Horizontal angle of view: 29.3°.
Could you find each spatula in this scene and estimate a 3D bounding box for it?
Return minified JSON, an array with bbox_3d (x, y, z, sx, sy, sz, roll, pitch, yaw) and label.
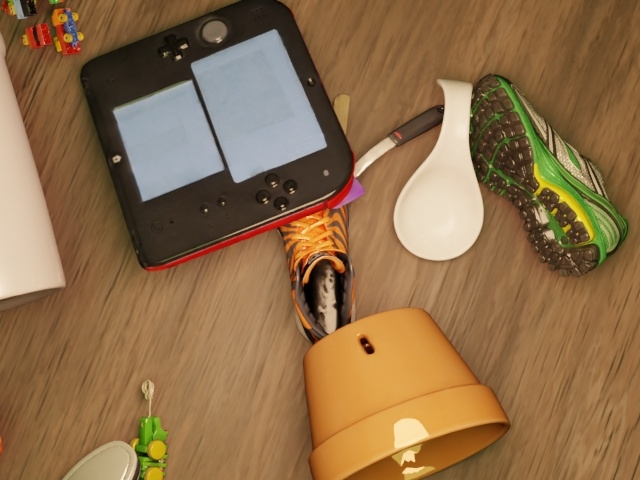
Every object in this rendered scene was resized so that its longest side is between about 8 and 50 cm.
[{"bbox_3d":[0.091,-0.134,1.861,0.296,0.030,0.084,-34,69,-25],"label":"spatula"}]

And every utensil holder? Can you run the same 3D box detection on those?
[{"bbox_3d":[-0.560,-0.074,1.726,0.327,0.327,0.386,-16,87,-4],"label":"utensil holder"}]

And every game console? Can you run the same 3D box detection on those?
[{"bbox_3d":[-0.155,-0.170,1.817,0.342,0.060,0.387,-19,62,-5],"label":"game console"}]

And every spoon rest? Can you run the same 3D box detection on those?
[{"bbox_3d":[0.187,-0.104,1.857,0.137,0.084,0.276,6,99,-3],"label":"spoon rest"}]

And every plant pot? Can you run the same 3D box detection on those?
[{"bbox_3d":[0.101,0.228,1.763,0.290,0.291,0.204,-19,69,-4],"label":"plant pot"}]

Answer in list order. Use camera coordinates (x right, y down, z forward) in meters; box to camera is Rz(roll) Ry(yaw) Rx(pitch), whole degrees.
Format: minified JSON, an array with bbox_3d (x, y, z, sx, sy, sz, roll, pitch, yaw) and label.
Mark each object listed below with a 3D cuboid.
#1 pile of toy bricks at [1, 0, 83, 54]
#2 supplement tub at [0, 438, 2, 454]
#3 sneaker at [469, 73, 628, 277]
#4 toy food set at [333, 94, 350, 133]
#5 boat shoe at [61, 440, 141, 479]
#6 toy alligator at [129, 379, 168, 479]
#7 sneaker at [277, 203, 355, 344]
[{"bbox_3d":[-0.449,-0.381,1.880,0.105,0.118,0.212,-9,97,35],"label":"pile of toy bricks"},{"bbox_3d":[-0.619,0.339,1.683,0.207,0.207,0.338,47,51,2],"label":"supplement tub"},{"bbox_3d":[0.340,-0.107,1.886,0.146,0.134,0.344,-22,77,-41],"label":"sneaker"},{"bbox_3d":[-0.051,-0.201,1.875,0.192,0.038,0.132,5,53,-2],"label":"toy food set"},{"bbox_3d":[-0.357,0.434,1.804,0.302,0.091,0.114,-51,50,-5],"label":"boat shoe"},{"bbox_3d":[-0.250,0.305,1.841,0.051,0.056,0.190,12,80,-44],"label":"toy alligator"},{"bbox_3d":[0.000,0.000,1.813,0.124,0.180,0.321,-13,85,-4],"label":"sneaker"}]
